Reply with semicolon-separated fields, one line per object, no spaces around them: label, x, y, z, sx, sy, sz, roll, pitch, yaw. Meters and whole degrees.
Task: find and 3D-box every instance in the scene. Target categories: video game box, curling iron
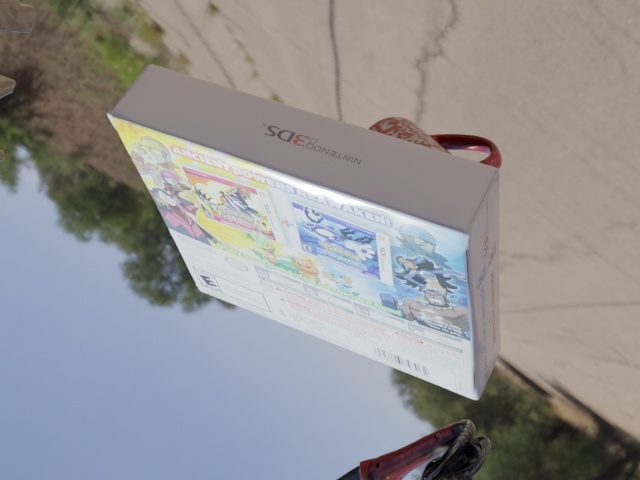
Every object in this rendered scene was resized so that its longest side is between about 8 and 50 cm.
video game box;0.000;0.000;0.547;0.205;0.048;0.187;20;155;21
curling iron;0.050;0.216;0.869;0.035;0.068;0.274;46;140;-9

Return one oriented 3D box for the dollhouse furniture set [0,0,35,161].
dollhouse furniture set;-0.323;-0.194;0.632;0.259;0.262;0.135;20;-159;13

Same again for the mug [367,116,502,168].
mug;0.129;-0.080;1.185;0.150;0.113;0.169;-1;-154;-16
